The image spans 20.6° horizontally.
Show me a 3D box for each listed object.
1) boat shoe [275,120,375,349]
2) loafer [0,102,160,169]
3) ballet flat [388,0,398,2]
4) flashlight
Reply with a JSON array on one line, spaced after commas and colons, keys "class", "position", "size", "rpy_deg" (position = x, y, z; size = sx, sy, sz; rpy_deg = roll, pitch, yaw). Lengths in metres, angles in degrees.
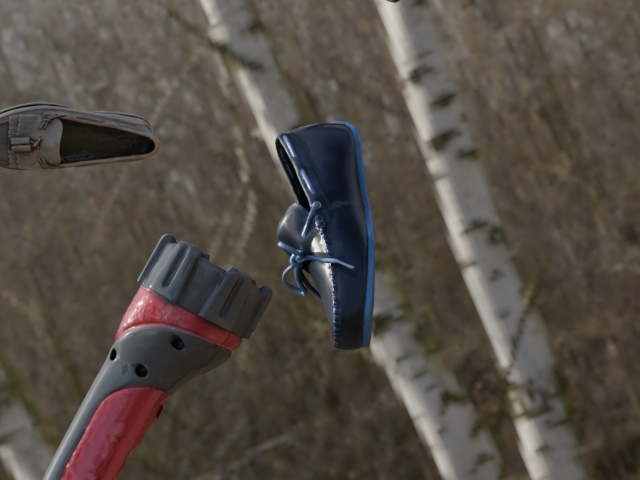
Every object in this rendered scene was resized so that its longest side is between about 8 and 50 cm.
[{"class": "boat shoe", "position": [0.000, 0.000, 1.620], "size": [0.089, 0.258, 0.109], "rpy_deg": [-1, -48, -7]}, {"class": "loafer", "position": [-0.168, -0.068, 1.171], "size": [0.125, 0.045, 0.039], "rpy_deg": [-3, 13, -21]}, {"class": "ballet flat", "position": [0.004, -0.287, 1.825], "size": [0.203, 0.074, 0.074], "rpy_deg": [15, 7, 17]}, {"class": "flashlight", "position": [-0.149, 0.149, 1.381], "size": [0.304, 0.103, 0.103], "rpy_deg": [-63, 2, -3]}]
